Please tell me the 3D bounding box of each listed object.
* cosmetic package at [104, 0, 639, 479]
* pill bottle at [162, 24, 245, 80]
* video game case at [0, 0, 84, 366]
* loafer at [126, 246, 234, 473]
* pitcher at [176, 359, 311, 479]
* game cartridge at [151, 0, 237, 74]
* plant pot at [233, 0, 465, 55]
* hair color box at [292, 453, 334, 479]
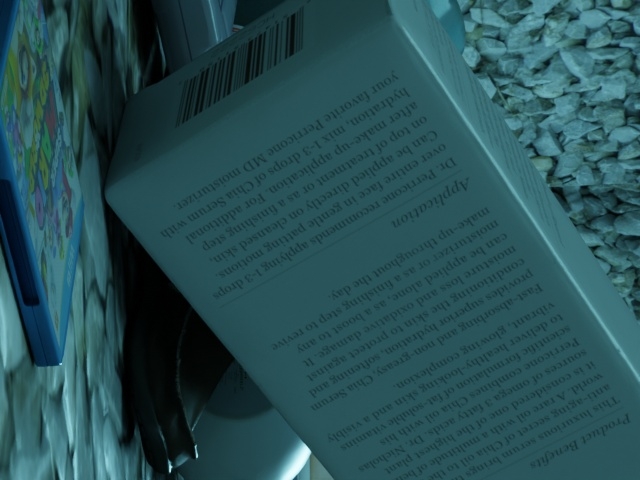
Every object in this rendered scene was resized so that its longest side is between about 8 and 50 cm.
[{"bbox_3d":[0.075,0.043,1.096,0.453,0.230,0.161,54,17,-24],"label":"cosmetic package"},{"bbox_3d":[-0.083,-0.099,1.258,0.193,0.108,0.108,-90,177,-63],"label":"pill bottle"},{"bbox_3d":[-0.136,-0.038,0.722,0.119,0.015,0.166,-92,179,-46],"label":"video game case"},{"bbox_3d":[-0.093,0.068,1.088,0.080,0.078,0.220,86,1,-46],"label":"loafer"},{"bbox_3d":[-0.063,0.177,1.202,0.207,0.125,0.177,94,-9,-55],"label":"pitcher"},{"bbox_3d":[-0.111,-0.274,1.270,0.294,0.060,0.196,-90,175,-63],"label":"game cartridge"},{"bbox_3d":[-0.025,-0.204,1.568,0.195,0.290,0.290,-53,162,-21],"label":"plant pot"},{"bbox_3d":[-0.034,0.174,1.544,0.185,0.114,0.374,-8,96,-64],"label":"hair color box"}]
